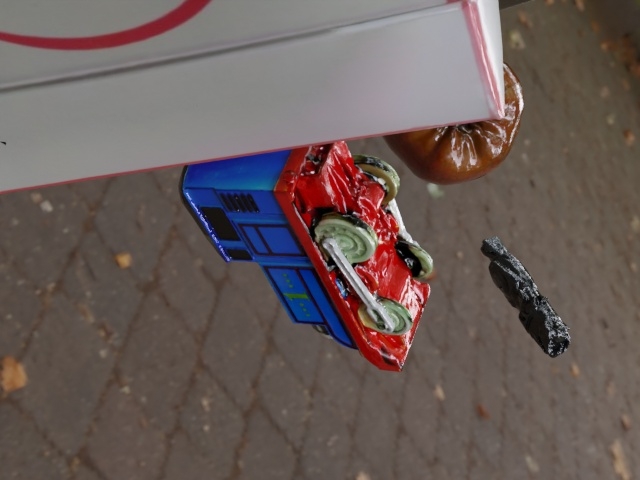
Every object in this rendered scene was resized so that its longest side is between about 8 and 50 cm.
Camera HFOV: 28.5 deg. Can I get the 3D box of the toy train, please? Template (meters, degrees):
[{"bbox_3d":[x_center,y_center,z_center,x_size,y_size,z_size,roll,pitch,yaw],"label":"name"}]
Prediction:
[{"bbox_3d":[0.000,0.000,0.899,0.204,0.131,0.083,62,40,-43],"label":"toy train"}]

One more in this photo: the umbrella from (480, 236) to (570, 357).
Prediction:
[{"bbox_3d":[0.307,0.080,1.930,0.236,0.059,0.066,-121,-159,-43],"label":"umbrella"}]

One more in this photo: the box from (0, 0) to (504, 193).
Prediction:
[{"bbox_3d":[-0.097,-0.236,0.563,0.300,0.312,0.314,63,24,-53],"label":"box"}]

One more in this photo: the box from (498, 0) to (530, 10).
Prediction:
[{"bbox_3d":[0.208,-0.479,1.732,0.365,0.204,0.051,46,66,-21],"label":"box"}]

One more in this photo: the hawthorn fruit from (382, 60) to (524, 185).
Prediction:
[{"bbox_3d":[0.111,-0.116,1.083,0.125,0.125,0.140,53,29,-28],"label":"hawthorn fruit"}]
